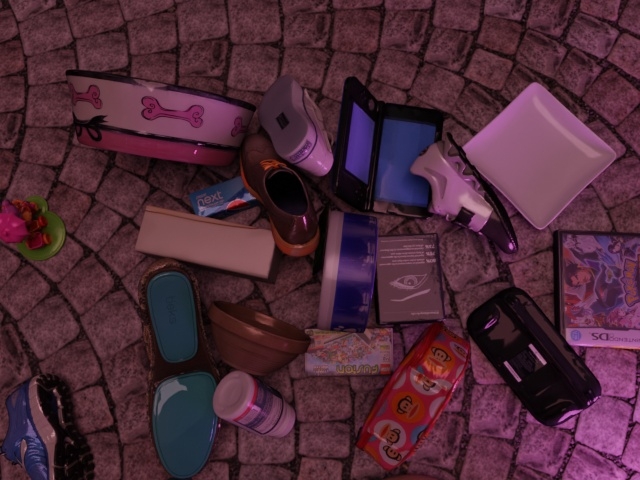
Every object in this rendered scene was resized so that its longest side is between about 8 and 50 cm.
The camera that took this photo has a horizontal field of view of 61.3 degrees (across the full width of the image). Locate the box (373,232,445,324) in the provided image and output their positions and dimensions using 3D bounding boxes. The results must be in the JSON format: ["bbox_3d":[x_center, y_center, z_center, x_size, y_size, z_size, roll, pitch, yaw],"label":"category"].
[{"bbox_3d":[0.201,0.092,1.264,0.153,0.108,0.207,-2,81,2],"label":"box"}]

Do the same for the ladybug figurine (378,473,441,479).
[{"bbox_3d":[0.142,0.688,1.137,0.449,0.162,0.305,-38,81,-5],"label":"ladybug figurine"}]

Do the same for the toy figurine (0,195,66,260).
[{"bbox_3d":[-0.718,-0.047,1.297,0.130,0.159,0.173,-17,79,-1],"label":"toy figurine"}]

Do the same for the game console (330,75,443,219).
[{"bbox_3d":[0.166,-0.219,1.294,0.174,0.250,0.292,2,79,29],"label":"game console"}]

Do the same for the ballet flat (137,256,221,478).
[{"bbox_3d":[-0.314,0.270,1.208,0.164,0.182,0.482,-7,97,-16],"label":"ballet flat"}]

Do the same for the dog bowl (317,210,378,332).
[{"bbox_3d":[0.058,0.070,1.194,0.104,0.265,0.264,7,81,1],"label":"dog bowl"}]

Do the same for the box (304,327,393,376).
[{"bbox_3d":[0.067,0.264,1.276,0.207,0.036,0.114,-1,80,2],"label":"box"}]

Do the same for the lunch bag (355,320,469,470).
[{"bbox_3d":[0.205,0.318,1.151,0.120,0.258,0.293,34,106,14],"label":"lunch bag"}]

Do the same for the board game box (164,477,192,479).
[{"bbox_3d":[-0.303,0.638,1.074,0.079,0.336,0.253,-21,80,-1],"label":"board game box"}]

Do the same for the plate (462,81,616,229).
[{"bbox_3d":[0.531,-0.209,1.336,0.278,0.045,0.277,-43,81,-5],"label":"plate"}]

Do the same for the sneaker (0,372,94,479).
[{"bbox_3d":[-0.633,0.482,1.237,0.147,0.130,0.329,-24,77,13],"label":"sneaker"}]

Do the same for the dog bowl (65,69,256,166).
[{"bbox_3d":[-0.359,-0.266,1.219,0.408,0.408,0.150,10,98,4],"label":"dog bowl"}]

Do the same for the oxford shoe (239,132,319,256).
[{"bbox_3d":[-0.092,-0.139,1.203,0.130,0.132,0.363,-20,55,-16],"label":"oxford shoe"}]

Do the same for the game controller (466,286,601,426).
[{"bbox_3d":[0.487,0.268,1.245,0.166,0.067,0.319,-40,80,19],"label":"game controller"}]

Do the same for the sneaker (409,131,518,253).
[{"bbox_3d":[0.342,-0.086,1.294,0.146,0.122,0.330,-36,95,25],"label":"sneaker"}]

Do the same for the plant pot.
[{"bbox_3d":[-0.149,0.225,1.195,0.238,0.237,0.109,21,90,6],"label":"plant pot"}]

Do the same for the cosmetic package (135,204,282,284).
[{"bbox_3d":[-0.252,0.015,1.270,0.310,0.160,0.113,11,80,3],"label":"cosmetic package"}]

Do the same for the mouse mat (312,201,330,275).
[{"bbox_3d":[0.000,0.000,1.247,0.007,0.189,0.152,8,80,-5],"label":"mouse mat"}]

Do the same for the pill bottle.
[{"bbox_3d":[-0.140,0.368,1.191,0.108,0.180,0.107,-22,45,24],"label":"pill bottle"}]

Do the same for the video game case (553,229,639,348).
[{"bbox_3d":[0.685,0.115,1.279,0.249,0.035,0.274,3,80,3],"label":"video game case"}]

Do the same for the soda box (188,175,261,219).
[{"bbox_3d":[-0.210,-0.110,1.335,0.210,0.067,0.071,-20,80,-1],"label":"soda box"}]

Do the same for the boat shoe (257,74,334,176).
[{"bbox_3d":[-0.039,-0.266,1.291,0.136,0.156,0.367,-43,37,14],"label":"boat shoe"}]
